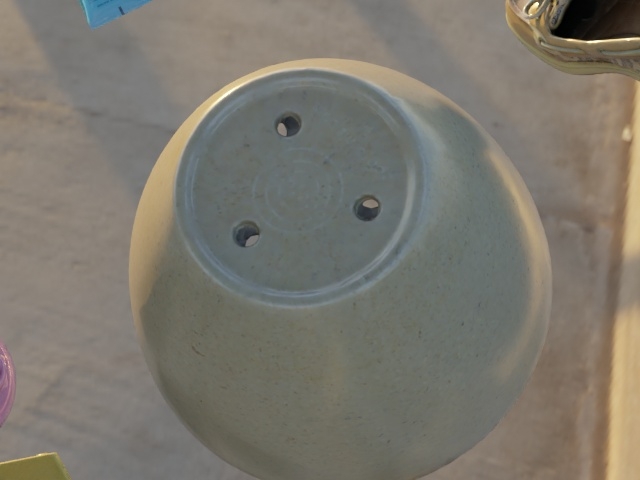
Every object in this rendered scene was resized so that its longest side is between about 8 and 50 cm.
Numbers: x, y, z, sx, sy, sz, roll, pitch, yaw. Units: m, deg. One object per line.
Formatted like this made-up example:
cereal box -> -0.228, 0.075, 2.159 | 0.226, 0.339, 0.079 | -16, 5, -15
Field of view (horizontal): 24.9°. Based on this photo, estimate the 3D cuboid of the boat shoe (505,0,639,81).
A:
boat shoe -> 0.250, -0.196, 1.243 | 0.104, 0.089, 0.285 | -54, 38, -5

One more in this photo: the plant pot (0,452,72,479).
plant pot -> -0.368, 0.353, 1.681 | 0.212, 0.212, 0.187 | -9, 80, -20

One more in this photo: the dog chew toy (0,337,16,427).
dog chew toy -> -0.413, 0.153, 1.372 | 0.207, 0.332, 0.206 | 22, 58, -42

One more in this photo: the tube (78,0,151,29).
tube -> -0.261, -0.311, 1.637 | 0.080, 0.052, 0.207 | -31, 51, -7

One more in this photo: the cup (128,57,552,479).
cup -> 0.000, 0.000, 1.042 | 0.331, 0.237, 0.331 | -3, 71, 8
